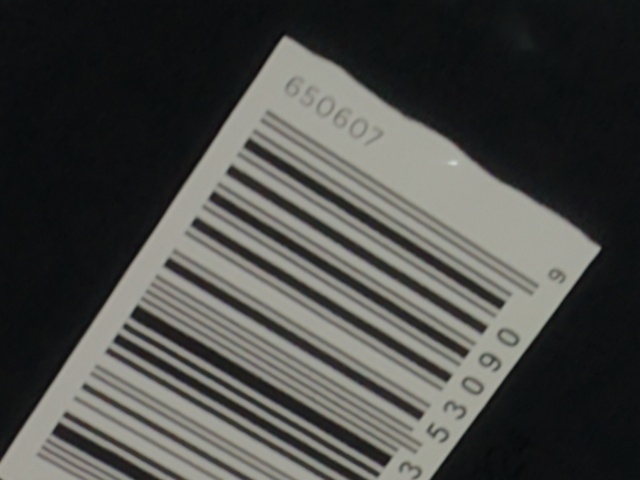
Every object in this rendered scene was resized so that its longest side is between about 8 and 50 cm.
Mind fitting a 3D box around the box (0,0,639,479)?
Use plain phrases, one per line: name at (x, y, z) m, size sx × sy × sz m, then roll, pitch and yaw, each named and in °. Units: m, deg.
box at (-0.034, -0.021, 0.667) m, size 0.480 × 0.297 × 0.472 m, roll -55°, pitch 14°, yaw 10°
